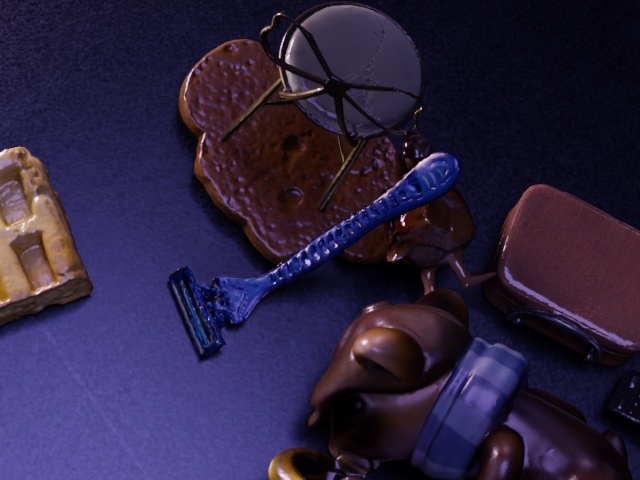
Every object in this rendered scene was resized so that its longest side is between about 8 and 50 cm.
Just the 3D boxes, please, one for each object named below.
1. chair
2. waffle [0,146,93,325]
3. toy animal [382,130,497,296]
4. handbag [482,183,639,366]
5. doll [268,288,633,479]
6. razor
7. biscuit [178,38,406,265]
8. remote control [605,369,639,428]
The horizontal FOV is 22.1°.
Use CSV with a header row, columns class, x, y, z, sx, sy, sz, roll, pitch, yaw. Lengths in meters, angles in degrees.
class,x,y,z,sx,sy,sz,roll,pitch,yaw
chair,0.025,-0.154,1.565,0.160,0.325,0.170,37,66,-1
waffle,-0.375,0.016,1.603,0.274,0.057,0.168,-19,73,-18
toy animal,0.103,-0.028,1.675,0.089,0.188,0.179,-21,85,26
handbag,0.271,0.041,1.725,0.193,0.072,0.151,31,66,-1
doll,0.143,0.210,1.581,0.340,0.209,0.318,38,34,3
razor,0.004,0.002,1.628,0.324,0.056,0.093,-30,74,15
biscuit,-0.026,-0.087,1.727,0.208,0.041,0.290,-39,85,-23
remote control,0.411,0.206,1.675,0.245,0.025,0.063,26,50,16
